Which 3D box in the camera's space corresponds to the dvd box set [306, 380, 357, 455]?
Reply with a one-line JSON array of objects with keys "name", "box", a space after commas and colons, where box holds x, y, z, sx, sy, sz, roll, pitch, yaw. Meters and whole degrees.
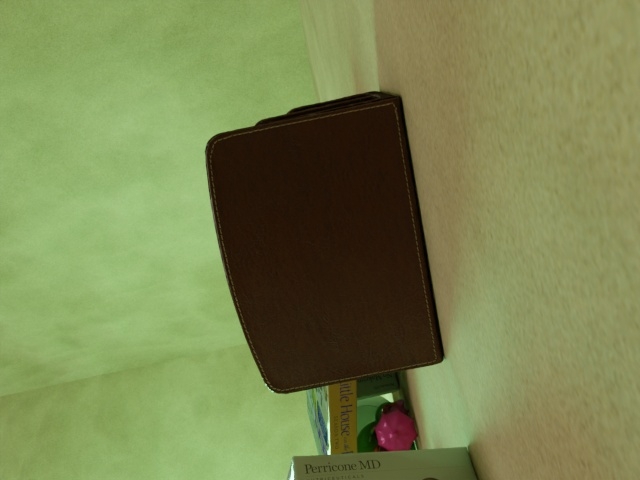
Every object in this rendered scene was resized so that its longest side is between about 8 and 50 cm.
[{"name": "dvd box set", "box": [0.015, 0.285, 1.326, 0.307, 0.062, 0.420, -116, 22, -64]}]

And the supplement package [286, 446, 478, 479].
[{"name": "supplement package", "box": [0.068, 0.378, 0.629, 0.262, 0.200, 0.198, -102, 18, -46]}]

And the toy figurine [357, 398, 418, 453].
[{"name": "toy figurine", "box": [0.151, 0.379, 1.269, 0.159, 0.130, 0.173, 101, -174, -53]}]

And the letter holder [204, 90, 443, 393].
[{"name": "letter holder", "box": [0.000, 0.000, 0.730, 0.152, 0.215, 0.301, -103, 1, -74]}]

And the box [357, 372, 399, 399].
[{"name": "box", "box": [0.101, 0.229, 1.479, 0.094, 0.113, 0.274, 83, 174, -74]}]

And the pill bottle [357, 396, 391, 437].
[{"name": "pill bottle", "box": [0.118, 0.482, 1.596, 0.323, 0.182, 0.181, 79, 179, -76]}]
